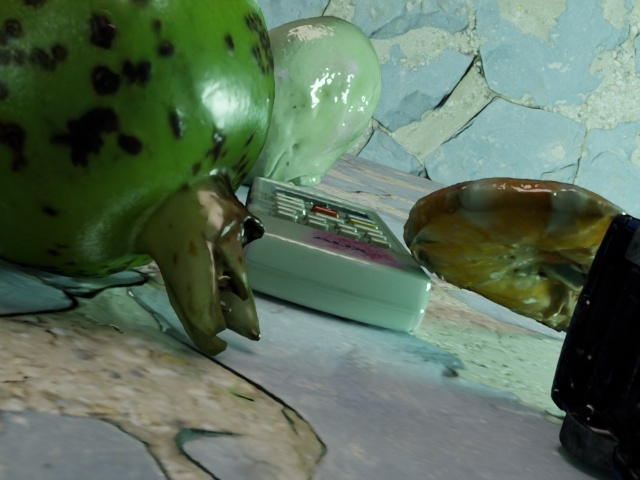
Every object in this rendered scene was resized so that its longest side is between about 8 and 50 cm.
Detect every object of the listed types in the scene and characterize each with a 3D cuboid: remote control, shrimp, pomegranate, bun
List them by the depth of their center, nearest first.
[{"bbox_3d":[-0.108,-0.057,0.480,0.263,0.211,0.211,48,18,13],"label":"pomegranate"},{"bbox_3d":[0.182,0.022,0.648,0.164,0.062,0.317,-2,-21,34],"label":"shrimp"},{"bbox_3d":[0.000,-0.001,0.758,0.145,0.050,0.344,16,9,-7],"label":"remote control"},{"bbox_3d":[-0.030,-0.160,1.146,0.179,0.283,0.283,59,19,9],"label":"bun"}]

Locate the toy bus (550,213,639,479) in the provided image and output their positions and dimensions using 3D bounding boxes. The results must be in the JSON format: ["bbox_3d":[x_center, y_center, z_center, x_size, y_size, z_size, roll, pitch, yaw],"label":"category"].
[{"bbox_3d":[0.228,0.083,0.406,0.175,0.138,0.288,16,9,-2],"label":"toy bus"}]
